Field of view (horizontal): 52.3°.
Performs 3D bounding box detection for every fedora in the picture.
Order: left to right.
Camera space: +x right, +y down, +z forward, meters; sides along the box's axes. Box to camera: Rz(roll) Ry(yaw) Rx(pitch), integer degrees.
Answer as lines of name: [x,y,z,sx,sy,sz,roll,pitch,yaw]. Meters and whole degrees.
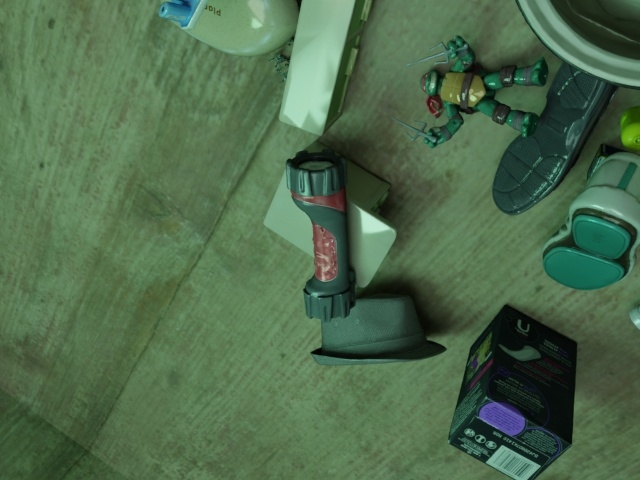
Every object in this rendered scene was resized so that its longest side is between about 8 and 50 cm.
fedora: [0.106,0.172,1.307,0.275,0.244,0.124,-10,87,38]

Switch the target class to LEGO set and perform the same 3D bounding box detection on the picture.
LEGO set: [-0.060,-0.323,1.169,0.054,0.023,0.083,34,114,-2]

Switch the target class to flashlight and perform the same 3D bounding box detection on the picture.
flashlight: [0.000,0.000,1.124,0.103,0.103,0.304,10,120,21]

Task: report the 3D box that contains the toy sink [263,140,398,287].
toy sink: [0.038,-0.052,1.223,0.234,0.131,0.153,32,128,8]

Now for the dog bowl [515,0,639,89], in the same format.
dog bowl: [0.439,-0.398,0.791,0.408,0.150,0.408,10,115,22]

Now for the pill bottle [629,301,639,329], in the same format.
pill bottle: [0.594,0.109,1.118,0.065,0.065,0.116,39,128,-3]

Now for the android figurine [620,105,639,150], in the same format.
android figurine: [0.532,-0.122,0.871,0.248,0.273,0.056,19,124,11]

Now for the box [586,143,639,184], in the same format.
box: [0.515,-0.094,1.033,0.169,0.054,0.059,20,126,10]

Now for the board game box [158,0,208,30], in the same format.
board game box: [-0.177,-0.567,0.900,0.390,0.050,0.390,-48,55,37]

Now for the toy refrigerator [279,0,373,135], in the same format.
toy refrigerator: [0.014,-0.321,1.083,0.094,0.102,0.269,22,126,10]

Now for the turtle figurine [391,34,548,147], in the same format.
turtle figurine: [0.229,-0.238,1.030,0.234,0.118,0.175,15,124,30]

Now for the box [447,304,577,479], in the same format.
box: [0.358,0.275,1.197,0.165,0.270,0.143,29,127,5]

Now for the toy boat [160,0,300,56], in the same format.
toy boat: [-0.130,-0.459,1.051,0.267,0.148,0.318,28,135,11]

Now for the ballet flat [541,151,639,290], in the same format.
ballet flat: [0.435,-0.021,1.007,0.139,0.139,0.400,13,167,16]

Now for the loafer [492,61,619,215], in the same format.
loafer: [0.381,-0.162,1.027,0.109,0.095,0.302,55,139,34]
